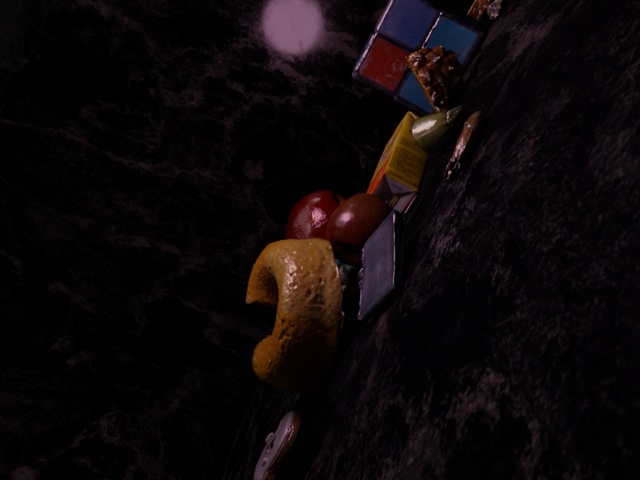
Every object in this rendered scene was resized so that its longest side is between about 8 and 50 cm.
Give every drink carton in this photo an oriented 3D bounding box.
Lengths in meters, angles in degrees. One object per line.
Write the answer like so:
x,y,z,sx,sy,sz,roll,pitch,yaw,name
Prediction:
0.231,-0.214,1.901,0.154,0.111,0.351,-58,4,41,drink carton

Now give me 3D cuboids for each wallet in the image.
0.136,0.053,1.463,0.167,0.036,0.222,128,155,-47,wallet

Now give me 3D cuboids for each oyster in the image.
0.527,-0.710,1.988,0.100,0.037,0.098,-57,7,51,oyster

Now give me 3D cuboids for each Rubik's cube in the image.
0.313,-0.621,2.146,0.318,0.316,0.313,-61,5,24,Rubik's cube

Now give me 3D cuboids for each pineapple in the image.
0.354,-0.432,1.852,0.139,0.250,0.164,-29,47,12,pineapple

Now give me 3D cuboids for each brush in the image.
0.173,0.003,1.596,0.266,0.062,0.027,-58,18,-5,brush

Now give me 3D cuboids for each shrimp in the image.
0.296,-0.194,1.393,0.180,0.041,0.099,-64,3,-24,shrimp

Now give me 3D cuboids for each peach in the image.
0.000,0.000,2.339,0.338,0.281,0.281,-60,4,20,peach

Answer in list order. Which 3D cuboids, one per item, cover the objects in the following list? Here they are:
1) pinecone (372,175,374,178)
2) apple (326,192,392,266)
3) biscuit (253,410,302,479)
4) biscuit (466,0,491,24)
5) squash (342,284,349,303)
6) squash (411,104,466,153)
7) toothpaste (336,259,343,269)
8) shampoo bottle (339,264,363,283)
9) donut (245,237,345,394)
0.211,-0.191,2.288,0.077,0.077,0.083,-68,-3,-56,pinecone
0.105,-0.026,1.747,0.168,0.181,0.181,-55,-2,-42,apple
-0.111,0.523,1.682,0.208,0.049,0.181,-63,5,9,biscuit
0.536,-0.778,2.270,0.188,0.052,0.056,-60,-12,25,biscuit
0.026,0.213,1.991,0.184,0.085,0.192,-34,7,-7,squash
0.310,-0.286,1.658,0.132,0.105,0.105,-26,32,51,squash
0.099,0.056,2.069,0.050,0.065,0.267,-60,2,-27,toothpaste
0.109,0.066,1.909,0.065,0.065,0.204,-64,5,-28,shampoo bottle
-0.078,0.167,1.734,0.378,0.163,0.435,117,153,-45,donut
